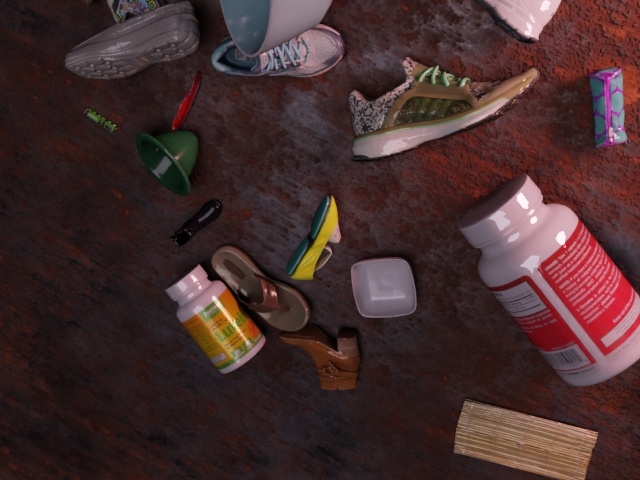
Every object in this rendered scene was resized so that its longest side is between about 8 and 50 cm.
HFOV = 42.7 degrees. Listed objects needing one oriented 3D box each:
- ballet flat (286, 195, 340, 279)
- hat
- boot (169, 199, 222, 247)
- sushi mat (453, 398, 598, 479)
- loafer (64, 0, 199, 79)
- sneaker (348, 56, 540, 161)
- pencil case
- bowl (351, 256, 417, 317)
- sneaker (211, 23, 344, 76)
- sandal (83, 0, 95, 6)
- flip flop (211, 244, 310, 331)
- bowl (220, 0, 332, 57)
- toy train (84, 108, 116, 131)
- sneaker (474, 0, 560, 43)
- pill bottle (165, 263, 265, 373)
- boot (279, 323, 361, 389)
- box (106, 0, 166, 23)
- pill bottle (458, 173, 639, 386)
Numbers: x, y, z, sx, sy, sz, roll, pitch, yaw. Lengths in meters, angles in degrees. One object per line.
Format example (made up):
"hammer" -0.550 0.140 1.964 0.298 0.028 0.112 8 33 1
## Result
"ballet flat" 0.000 0.000 1.847 0.077 0.077 0.231 20 119 -17
"hat" -0.295 -0.228 1.855 0.173 0.183 0.208 44 157 2
"boot" -0.287 -0.038 1.884 0.121 0.099 0.045 -35 100 24
"sushi mat" 0.478 0.475 1.928 0.317 0.019 0.151 13 115 10
"loafer" -0.398 -0.422 1.730 0.320 0.112 0.111 -10 72 19
"sneaker" 0.227 -0.292 1.635 0.411 0.158 0.182 -18 93 17
"pencil case" 0.560 -0.259 1.591 0.065 0.070 0.151 -6 108 17
"bowl" 0.147 0.101 1.850 0.142 0.053 0.142 -5 108 17
"sneaker" -0.092 -0.377 1.687 0.283 0.122 0.110 -3 111 16
"sandal" -0.520 -0.593 1.749 0.049 0.072 0.180 -22 106 5
"flip flop" -0.148 0.119 1.918 0.277 0.080 0.112 41 111 0
"bowl" -0.079 -0.514 1.562 0.163 0.311 0.311 -11 112 -22
"toy train" -0.510 -0.278 1.891 0.083 0.023 0.017 32 115 0
"sneaker" 0.326 -0.507 1.553 0.297 0.111 0.129 38 100 -6
"pill bottle" -0.254 0.182 1.941 0.136 0.136 0.245 -33 100 23
"boot" -0.002 0.284 1.953 0.197 0.073 0.152 5 116 16
"box" -0.390 -0.496 1.767 0.114 0.036 0.206 -18 105 20
"pill bottle" 0.471 0.076 1.659 0.229 0.229 0.407 -36 98 24
